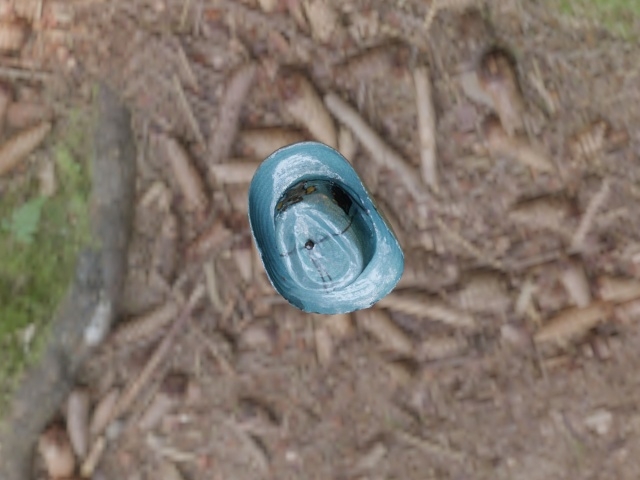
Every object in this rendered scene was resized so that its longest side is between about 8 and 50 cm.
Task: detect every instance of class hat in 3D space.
[{"bbox_3d":[0.000,0.000,1.738,0.138,0.078,0.191,-23,107,18],"label":"hat"}]
